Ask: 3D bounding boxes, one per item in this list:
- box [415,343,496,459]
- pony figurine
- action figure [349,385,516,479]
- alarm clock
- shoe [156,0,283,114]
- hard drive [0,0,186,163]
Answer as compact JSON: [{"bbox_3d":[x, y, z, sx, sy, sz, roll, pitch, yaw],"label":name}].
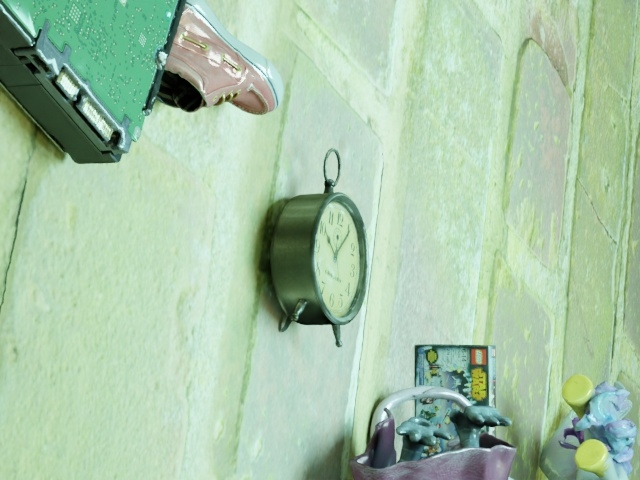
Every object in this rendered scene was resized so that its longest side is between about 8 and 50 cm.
[{"bbox_3d":[0.158,0.190,1.765,0.027,0.094,0.137,5,84,-65],"label":"box"},{"bbox_3d":[0.377,0.344,2.069,0.351,0.303,0.363,-45,141,-14],"label":"pony figurine"},{"bbox_3d":[0.083,0.357,1.579,0.276,0.248,0.370,-146,-118,-70],"label":"action figure"},{"bbox_3d":[0.000,0.000,1.481,0.129,0.064,0.192,37,58,-58],"label":"alarm clock"},{"bbox_3d":[-0.096,-0.138,1.297,0.178,0.063,0.081,43,52,-49],"label":"shoe"},{"bbox_3d":[-0.174,-0.259,1.135,0.237,0.064,0.339,52,43,-51],"label":"hard drive"}]
